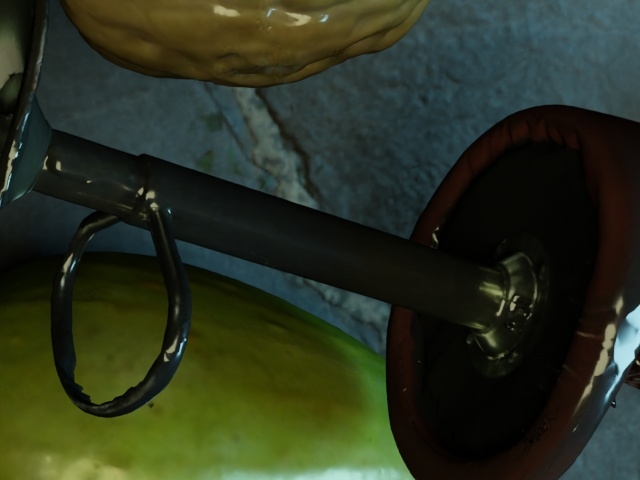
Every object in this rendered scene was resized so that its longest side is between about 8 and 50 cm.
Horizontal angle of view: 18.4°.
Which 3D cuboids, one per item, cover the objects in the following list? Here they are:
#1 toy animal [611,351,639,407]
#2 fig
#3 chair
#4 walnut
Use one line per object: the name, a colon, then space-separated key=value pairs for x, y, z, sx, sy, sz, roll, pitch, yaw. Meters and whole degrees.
toy animal: x=0.240 y=0.029 z=1.260 sx=0.179 sy=0.089 sz=0.188 roll=-5 pitch=113 yaw=4
fig: x=-0.085 y=0.137 z=1.137 sx=0.326 sy=0.258 sz=0.258 roll=5 pitch=107 yaw=-17
chair: x=0.000 y=0.000 z=0.965 sx=0.401 sy=0.226 sz=0.226 roll=16 pitch=104 yaw=-26
walnut: x=-0.041 y=-0.178 z=1.074 sx=0.245 sy=0.198 sz=0.198 roll=-2 pitch=108 yaw=-5
